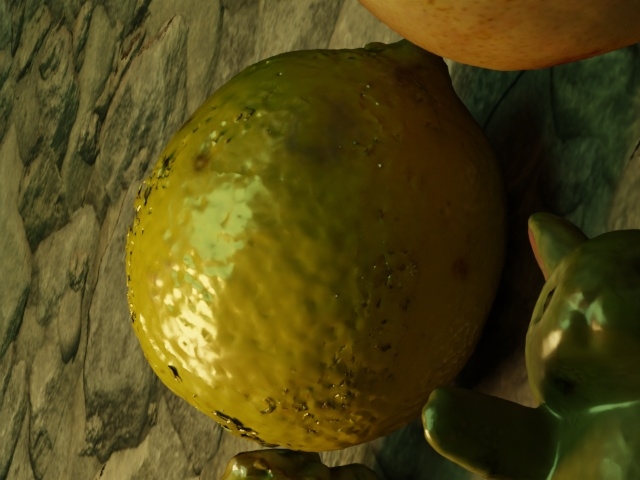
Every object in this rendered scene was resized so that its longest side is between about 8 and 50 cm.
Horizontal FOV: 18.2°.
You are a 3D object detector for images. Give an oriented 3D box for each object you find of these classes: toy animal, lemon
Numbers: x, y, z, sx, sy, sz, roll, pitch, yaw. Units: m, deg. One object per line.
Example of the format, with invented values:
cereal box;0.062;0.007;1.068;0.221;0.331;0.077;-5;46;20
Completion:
toy animal;0.162;0.080;1.073;0.181;0.180;0.363;-10;72;26
lemon;0.000;0.000;1.383;0.310;0.258;0.258;-63;27;11

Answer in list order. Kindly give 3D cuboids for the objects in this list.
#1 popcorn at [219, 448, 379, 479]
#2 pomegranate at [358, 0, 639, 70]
popcorn;-0.039;0.234;1.450;0.185;0.187;0.167;3;86;62
pomegranate;0.121;-0.252;1.139;0.319;0.319;0.319;-39;46;56
